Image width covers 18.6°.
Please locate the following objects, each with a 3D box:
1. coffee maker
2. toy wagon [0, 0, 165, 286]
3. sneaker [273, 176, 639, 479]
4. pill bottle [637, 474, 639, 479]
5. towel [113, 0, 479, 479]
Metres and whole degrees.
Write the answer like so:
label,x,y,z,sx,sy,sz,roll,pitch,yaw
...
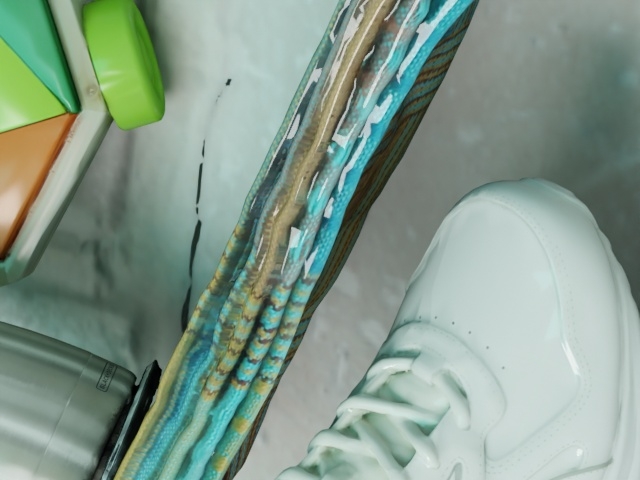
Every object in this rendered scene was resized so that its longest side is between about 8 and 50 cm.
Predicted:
label,x,y,z,sx,sy,sz,roll,pitch,yaw
coffee maker,-0.172,0.091,0.735,0.178,0.120,0.171,24,86,-3
toy wagon,-0.227,-0.132,0.803,0.267,0.068,0.344,-17,95,3
sneaker,0.020,0.089,0.584,0.090,0.115,0.232,21,94,44
pill bottle,0.101,0.139,0.695,0.301,0.169,0.169,-33,86,34
towel,0.000,0.000,0.661,0.040,0.271,0.370,28,119,3
